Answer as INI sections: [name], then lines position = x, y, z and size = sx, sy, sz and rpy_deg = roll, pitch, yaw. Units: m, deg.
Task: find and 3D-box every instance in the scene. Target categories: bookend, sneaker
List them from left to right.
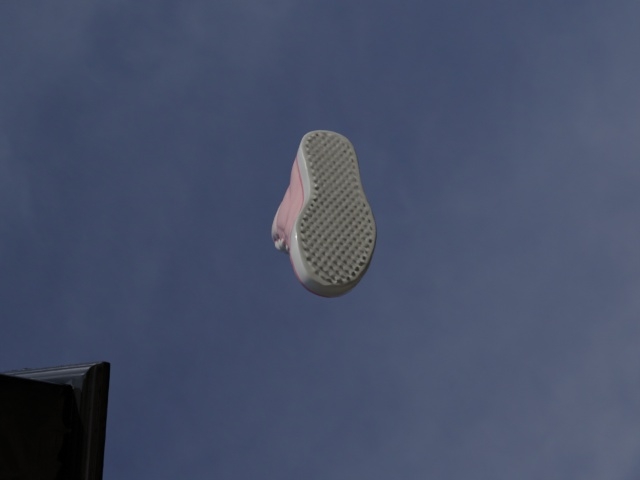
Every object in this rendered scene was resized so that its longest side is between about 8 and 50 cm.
[bookend]
position = -0.218, 0.091, 0.663
size = 0.157, 0.156, 0.072
rpy_deg = 17, -111, -47
[sneaker]
position = 0.000, 0.000, 0.803
size = 0.051, 0.134, 0.070
rpy_deg = 10, -48, -12
